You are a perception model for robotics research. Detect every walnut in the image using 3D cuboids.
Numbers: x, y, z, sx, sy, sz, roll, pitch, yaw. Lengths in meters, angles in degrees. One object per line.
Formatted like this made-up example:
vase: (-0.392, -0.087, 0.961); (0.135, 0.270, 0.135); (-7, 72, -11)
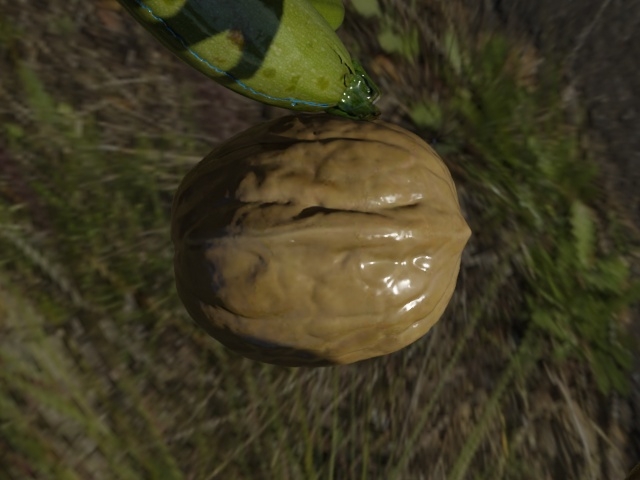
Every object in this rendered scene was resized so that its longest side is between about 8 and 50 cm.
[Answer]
walnut: (0.000, 0.000, 1.645); (0.261, 0.225, 0.225); (-2, 93, 7)

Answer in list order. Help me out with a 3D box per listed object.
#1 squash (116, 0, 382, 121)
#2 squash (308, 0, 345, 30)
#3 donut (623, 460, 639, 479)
squash: (-0.072, -0.161, 1.291); (0.094, 0.094, 0.341); (-47, 129, 5)
squash: (-0.032, -0.216, 1.727); (0.066, 0.201, 0.066); (0, 89, 26)
donut: (0.441, 0.347, 1.670); (0.449, 0.198, 0.449); (3, 103, 13)
